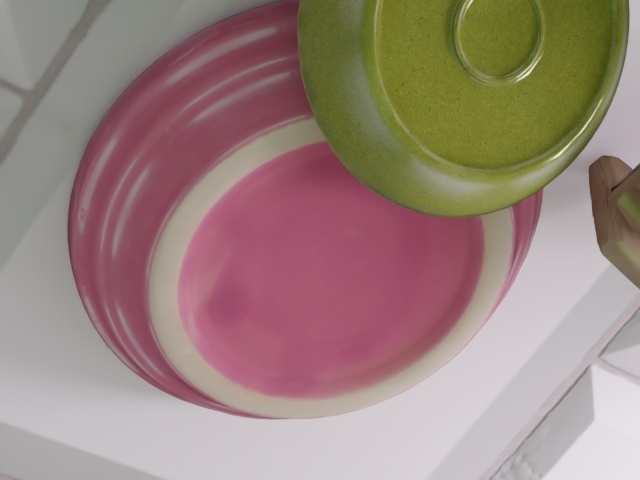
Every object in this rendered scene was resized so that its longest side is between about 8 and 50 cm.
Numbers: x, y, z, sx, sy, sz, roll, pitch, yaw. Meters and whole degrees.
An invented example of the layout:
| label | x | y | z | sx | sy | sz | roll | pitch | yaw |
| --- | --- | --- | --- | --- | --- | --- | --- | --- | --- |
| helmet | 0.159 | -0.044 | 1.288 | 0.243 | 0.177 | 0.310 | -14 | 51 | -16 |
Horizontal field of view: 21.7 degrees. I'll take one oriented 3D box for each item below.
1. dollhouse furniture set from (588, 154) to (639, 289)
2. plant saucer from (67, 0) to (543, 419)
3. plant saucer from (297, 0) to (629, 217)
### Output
| label | x | y | z | sx | sy | sz | roll | pitch | yaw |
| --- | --- | --- | --- | --- | --- | --- | --- | --- | --- |
| dollhouse furniture set | 0.446 | -0.049 | 1.159 | 0.394 | 0.256 | 0.362 | 40 | 116 | -17 |
| plant saucer | 0.000 | 0.000 | 1.121 | 0.332 | 0.084 | 0.332 | -9 | 127 | -12 |
| plant saucer | 0.101 | -0.130 | 1.025 | 0.241 | 0.037 | 0.241 | -5 | 101 | -26 |
